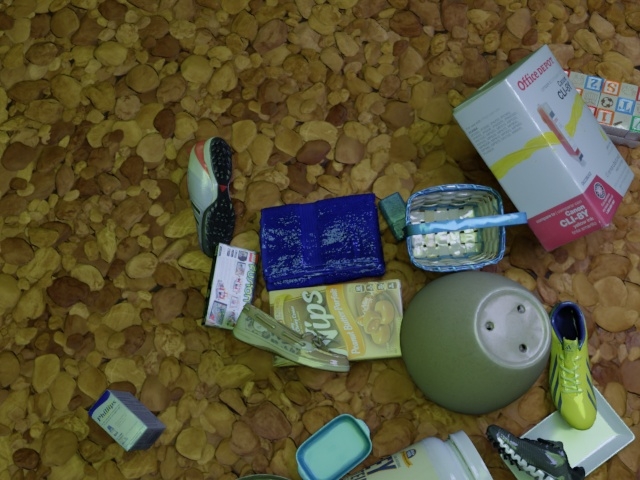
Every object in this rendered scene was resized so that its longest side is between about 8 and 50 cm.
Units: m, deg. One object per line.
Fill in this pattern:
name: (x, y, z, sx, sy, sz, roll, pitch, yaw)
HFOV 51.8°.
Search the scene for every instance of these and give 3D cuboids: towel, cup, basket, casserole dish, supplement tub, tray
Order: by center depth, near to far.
supplement tub: (0.200, 0.561, 1.382, 0.325, 0.235, 0.235, -26, 72, -2)
cup: (0.366, 0.205, 1.431, 0.332, 0.237, 0.330, 3, 74, -10)
tray: (0.551, 0.461, 1.483, 0.270, 0.030, 0.145, -34, 74, -5)
basket: (0.304, -0.029, 1.507, 0.255, 0.289, 0.200, -4, 91, -4)
casserole dish: (0.032, 0.486, 1.526, 0.188, 0.037, 0.114, -37, 73, -5)
towel: (0.000, 0.000, 1.655, 0.309, 0.076, 0.227, -8, 73, 3)
towel: (0.198, -0.060, 1.677, 0.067, 0.029, 0.119, -24, 73, -3)

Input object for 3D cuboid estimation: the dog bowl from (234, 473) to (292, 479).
dog bowl: (-0.118, 0.694, 1.445, 0.349, 0.102, 0.348, -2, 73, 6)

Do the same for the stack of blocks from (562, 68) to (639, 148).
stack of blocks: (0.671, -0.323, 1.677, 0.298, 0.087, 0.171, 16, 76, 10)

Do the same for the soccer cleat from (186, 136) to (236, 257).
soccer cleat: (-0.296, -0.108, 1.719, 0.117, 0.109, 0.317, -8, 79, 34)

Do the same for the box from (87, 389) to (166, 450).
box: (-0.453, 0.422, 1.549, 0.137, 0.126, 0.072, 38, 82, 15)

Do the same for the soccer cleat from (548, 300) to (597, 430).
soccer cleat: (0.559, 0.273, 1.475, 0.094, 0.121, 0.288, -4, 64, 13)

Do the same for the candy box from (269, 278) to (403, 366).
candy box: (0.042, 0.202, 1.583, 0.317, 0.087, 0.182, -6, 74, 4)

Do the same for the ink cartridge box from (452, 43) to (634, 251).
ink cartridge box: (0.511, -0.215, 1.495, 0.384, 0.160, 0.279, 54, 46, -5)

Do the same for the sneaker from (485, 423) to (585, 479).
sneaker: (0.473, 0.465, 1.437, 0.234, 0.078, 0.106, 38, 78, 11)

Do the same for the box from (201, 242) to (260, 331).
box: (-0.221, 0.119, 1.635, 0.114, 0.036, 0.206, 15, 72, -24)

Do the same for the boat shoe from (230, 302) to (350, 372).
boat shoe: (-0.063, 0.224, 1.488, 0.286, 0.104, 0.089, 18, 82, 11)
